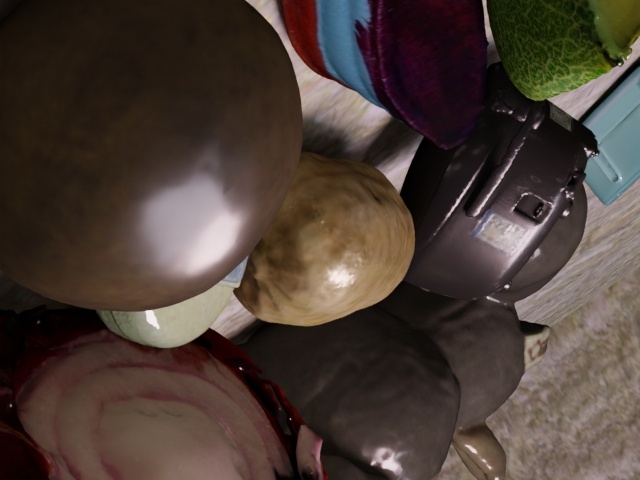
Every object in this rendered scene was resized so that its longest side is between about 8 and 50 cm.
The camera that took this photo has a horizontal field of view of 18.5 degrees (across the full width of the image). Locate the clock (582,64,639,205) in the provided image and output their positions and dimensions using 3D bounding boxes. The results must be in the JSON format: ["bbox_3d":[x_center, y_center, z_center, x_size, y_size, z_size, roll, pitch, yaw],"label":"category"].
[{"bbox_3d":[0.397,-0.154,2.028,0.274,0.094,0.223,-25,165,-38],"label":"clock"}]

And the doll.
[{"bbox_3d":[0.061,0.088,1.873,0.382,0.252,0.379,-25,132,-52],"label":"doll"}]

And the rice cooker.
[{"bbox_3d":[0.131,-0.046,1.557,0.203,0.118,0.142,-56,-169,28],"label":"rice cooker"}]

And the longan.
[{"bbox_3d":[-0.093,-0.047,0.936,0.167,0.167,0.187,-28,-173,-33],"label":"longan"}]

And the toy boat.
[{"bbox_3d":[0.054,-0.134,1.220,0.136,0.079,0.392,-35,165,0],"label":"toy boat"}]

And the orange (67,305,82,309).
[{"bbox_3d":[-0.146,0.067,1.415,0.083,0.070,0.083,-30,167,-8],"label":"orange"}]

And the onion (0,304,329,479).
[{"bbox_3d":[-0.143,0.213,1.262,0.341,0.341,0.341,-34,168,-8],"label":"onion"}]

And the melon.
[{"bbox_3d":[0.163,-0.195,1.169,0.265,0.129,0.169,-47,-171,-33],"label":"melon"}]

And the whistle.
[{"bbox_3d":[-0.116,-0.002,1.175,0.258,0.067,0.126,13,87,-59],"label":"whistle"}]

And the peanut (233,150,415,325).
[{"bbox_3d":[0.000,0.000,1.459,0.137,0.122,0.253,-29,174,12],"label":"peanut"}]
